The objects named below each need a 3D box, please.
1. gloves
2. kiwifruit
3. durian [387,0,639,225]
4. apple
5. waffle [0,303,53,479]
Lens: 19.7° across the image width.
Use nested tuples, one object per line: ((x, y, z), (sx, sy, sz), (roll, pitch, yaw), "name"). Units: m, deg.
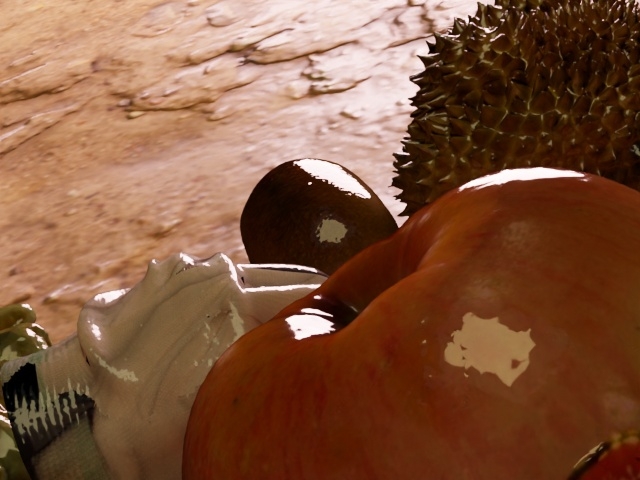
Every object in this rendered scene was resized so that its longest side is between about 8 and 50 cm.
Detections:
((-0.026, 0.058, 0.817), (0.212, 0.111, 0.127), (-22, 24, 1), "gloves")
((0.000, 0.000, 0.948), (0.075, 0.075, 0.124), (-20, 31, -8), "kiwifruit")
((0.117, -0.066, 0.949), (0.168, 0.137, 0.158), (-16, 46, 18), "durian")
((0.054, 0.073, 0.626), (0.209, 0.164, 0.209), (-30, 7, 4), "apple")
((-0.220, 0.102, 0.887), (0.204, 0.054, 0.223), (-13, 26, 3), "waffle")
